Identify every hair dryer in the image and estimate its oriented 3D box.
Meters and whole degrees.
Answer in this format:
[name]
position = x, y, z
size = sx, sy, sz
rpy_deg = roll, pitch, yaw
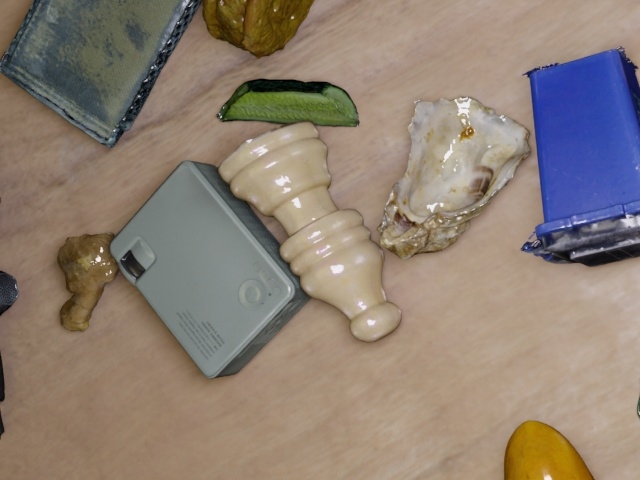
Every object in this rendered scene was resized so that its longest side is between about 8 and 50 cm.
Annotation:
[hair dryer]
position = -0.549, 0.183, 1.884
size = 0.235, 0.091, 0.272
rpy_deg = -14, 86, 33

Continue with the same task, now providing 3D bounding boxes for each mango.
[mango]
position = 0.286, 0.334, 1.451
size = 0.126, 0.154, 0.252
rpy_deg = -15, 95, 17

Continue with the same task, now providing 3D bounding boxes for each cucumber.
[cucumber]
position = -0.054, -0.197, 1.672
size = 0.220, 0.070, 0.046
rpy_deg = 4, 60, 23

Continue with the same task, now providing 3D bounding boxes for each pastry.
[pastry]
position = -0.078, -0.344, 1.621
size = 0.103, 0.188, 0.189
rpy_deg = 28, 100, 16

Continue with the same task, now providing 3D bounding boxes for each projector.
[projector]
position = -0.152, 0.041, 1.689
size = 0.192, 0.099, 0.257
rpy_deg = -46, 72, 16

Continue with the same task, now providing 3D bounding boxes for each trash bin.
[trash bin]
position = 0.324, -0.094, 1.442
size = 0.184, 0.162, 0.235
rpy_deg = -14, 77, 24

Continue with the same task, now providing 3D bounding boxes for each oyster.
[oyster]
position = 0.160, -0.072, 1.557
size = 0.161, 0.107, 0.233
rpy_deg = 33, 83, 27

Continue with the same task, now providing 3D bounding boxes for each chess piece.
[chess piece]
position = 0.000, 0.000, 1.607
size = 0.124, 0.138, 0.307
rpy_deg = -39, 75, 36

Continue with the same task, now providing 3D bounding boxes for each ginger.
[ginger]
position = -0.359, 0.056, 1.800
size = 0.096, 0.067, 0.165
rpy_deg = 32, 102, 1

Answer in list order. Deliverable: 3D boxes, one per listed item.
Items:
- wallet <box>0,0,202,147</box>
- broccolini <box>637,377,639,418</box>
[wallet]
position = -0.307, -0.338, 1.790
size = 0.237, 0.075, 0.342
rpy_deg = 34, 100, 16
[broccolini]
position = 0.412, 0.236, 1.458
size = 0.052, 0.054, 0.194
rpy_deg = -5, 93, 55
